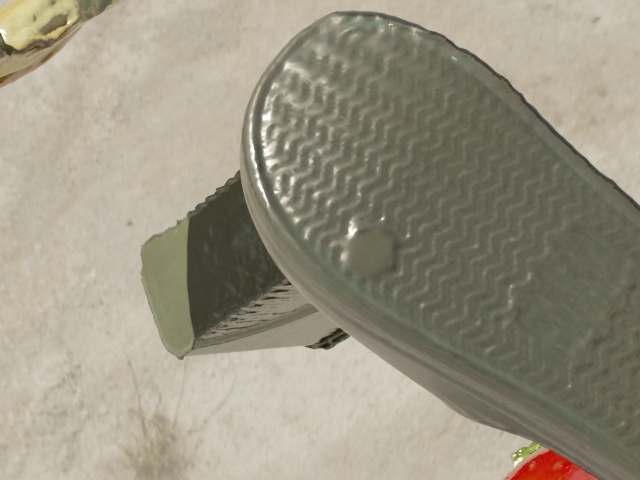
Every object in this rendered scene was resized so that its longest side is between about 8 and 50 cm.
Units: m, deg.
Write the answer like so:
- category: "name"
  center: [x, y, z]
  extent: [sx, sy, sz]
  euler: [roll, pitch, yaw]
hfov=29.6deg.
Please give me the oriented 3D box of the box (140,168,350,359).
- category: "box"
  center: [0.000, 0.000, 0.956]
  extent: [0.178, 0.274, 0.138]
  euler: [-6, 67, -46]

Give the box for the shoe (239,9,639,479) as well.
- category: "shoe"
  center: [0.069, 0.021, 0.455]
  extent: [0.241, 0.093, 0.108]
  euler: [37, 73, 8]

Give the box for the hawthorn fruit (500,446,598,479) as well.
- category: "hawthorn fruit"
  center: [0.200, 0.200, 0.740]
  extent: [0.230, 0.210, 0.266]
  euler: [21, 78, -12]

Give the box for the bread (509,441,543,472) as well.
- category: "bread"
  center: [0.278, 0.390, 1.233]
  extent: [0.366, 0.129, 0.382]
  euler: [-18, 75, -7]

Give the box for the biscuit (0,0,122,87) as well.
- category: "biscuit"
  center: [-0.213, -0.108, 0.739]
  extent: [0.045, 0.154, 0.299]
  euler: [57, 29, -11]
